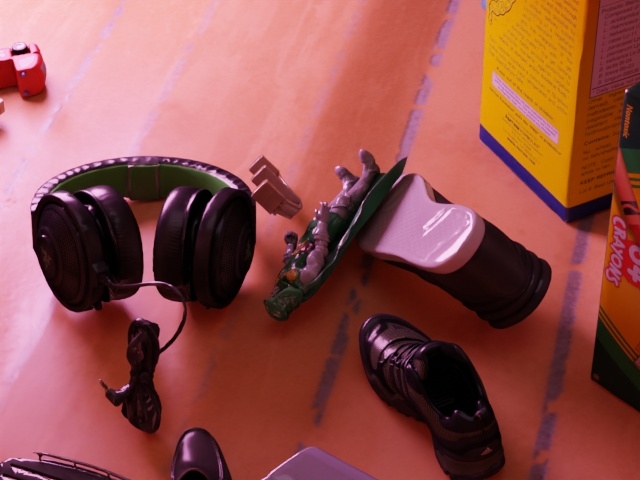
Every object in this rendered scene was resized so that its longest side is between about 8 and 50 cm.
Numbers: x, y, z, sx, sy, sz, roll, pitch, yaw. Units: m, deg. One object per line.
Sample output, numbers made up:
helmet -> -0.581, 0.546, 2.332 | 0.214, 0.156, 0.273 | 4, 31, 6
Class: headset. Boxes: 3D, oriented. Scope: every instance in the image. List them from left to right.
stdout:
headset -> -0.186, 0.033, 1.734 | 0.243, 0.185, 0.394 | -2, 25, -6

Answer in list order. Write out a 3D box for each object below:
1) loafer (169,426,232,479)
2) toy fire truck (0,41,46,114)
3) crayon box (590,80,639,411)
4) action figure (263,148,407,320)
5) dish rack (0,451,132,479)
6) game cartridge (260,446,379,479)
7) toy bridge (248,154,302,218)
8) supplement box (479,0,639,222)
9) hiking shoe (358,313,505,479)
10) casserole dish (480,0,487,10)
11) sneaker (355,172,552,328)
loafer -> -0.111, 0.232, 1.519 | 0.062, 0.061, 0.170 | -7, 40, -5
toy fire truck -> -0.431, -0.181, 2.027 | 0.192, 0.047, 0.135 | -11, 42, -12
crayon box -> 0.407, 0.058, 1.476 | 0.106, 0.363, 0.313 | -30, 48, -29
action figure -> 0.000, 0.000, 1.762 | 0.063, 0.137, 0.232 | 40, 51, -12
dish rack -> -0.271, 0.287, 1.452 | 0.208, 0.074, 0.271 | 15, 43, 18
game cartridge -> -0.022, 0.314, 1.399 | 0.196, 0.060, 0.294 | 23, 51, 23
toy bridge -> -0.049, -0.055, 1.827 | 0.026, 0.063, 0.188 | -45, 11, 6
supplement box -> 0.313, -0.234, 1.828 | 0.194, 0.356, 0.195 | -19, 44, -21
hiking shoe -> 0.111, 0.127, 1.595 | 0.086, 0.114, 0.227 | -21, 44, -22
casserole dish -> 0.304, -0.326, 2.182 | 0.188, 0.037, 0.114 | 24, 47, 26
sneaker -> 0.141, 0.018, 1.749 | 0.104, 0.147, 0.296 | -52, 22, -2
